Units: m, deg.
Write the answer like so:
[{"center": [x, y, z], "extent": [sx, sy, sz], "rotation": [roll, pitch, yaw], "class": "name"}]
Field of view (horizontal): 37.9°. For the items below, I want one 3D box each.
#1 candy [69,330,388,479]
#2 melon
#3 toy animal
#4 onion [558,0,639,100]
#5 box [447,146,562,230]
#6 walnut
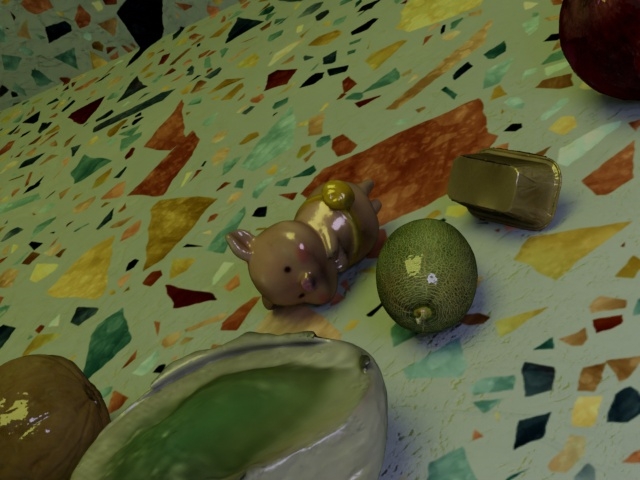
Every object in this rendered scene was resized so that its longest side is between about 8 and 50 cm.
[{"center": [-0.122, 0.273, 1.118], "extent": [0.427, 0.186, 0.386], "rotation": [1, 36, 47], "class": "candy"}, {"center": [0.141, 0.049, 1.239], "extent": [0.139, 0.139, 0.192], "rotation": [-20, 29, 21], "class": "melon"}, {"center": [-0.002, -0.003, 1.429], "extent": [0.248, 0.165, 0.149], "rotation": [-35, 25, -16], "class": "toy animal"}, {"center": [0.479, -0.337, 1.370], "extent": [0.276, 0.276, 0.276], "rotation": [-23, 32, 16], "class": "onion"}, {"center": [0.264, -0.076, 1.343], "extent": [0.111, 0.111, 0.177], "rotation": [-44, 33, -18], "class": "box"}, {"center": [-0.423, 0.283, 1.365], "extent": [0.228, 0.228, 0.228], "rotation": [-23, 32, 16], "class": "walnut"}]
